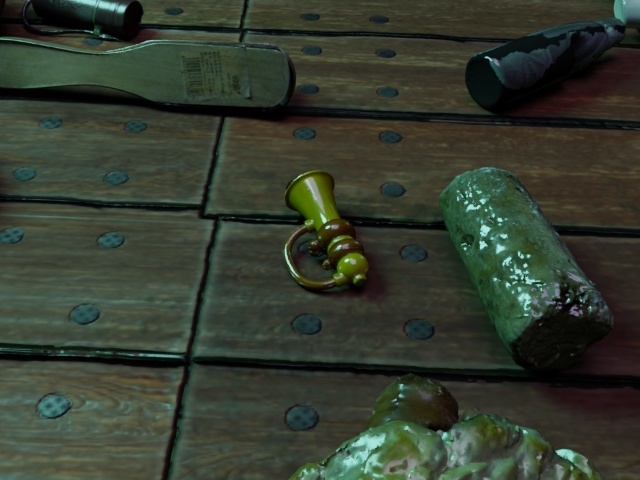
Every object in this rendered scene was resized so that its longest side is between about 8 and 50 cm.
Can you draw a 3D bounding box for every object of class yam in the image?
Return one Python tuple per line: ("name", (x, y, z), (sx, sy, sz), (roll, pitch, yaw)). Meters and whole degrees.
("yam", (0.147, 0.014, 0.599), (0.078, 0.078, 0.179), (-6, 41, -9))

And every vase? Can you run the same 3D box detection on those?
("vase", (0.249, -0.198, 0.849), (0.211, 0.060, 0.060), (-25, 48, -25))

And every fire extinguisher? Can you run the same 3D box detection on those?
("fire extinguisher", (-0.286, -0.265, 0.921), (0.157, 0.045, 0.078), (17, 66, 15))

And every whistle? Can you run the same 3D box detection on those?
("whistle", (0.000, -0.005, 0.640), (0.057, 0.046, 0.109), (0, 46, -24))

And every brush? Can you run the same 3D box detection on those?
("brush", (-0.185, -0.177, 0.815), (0.327, 0.070, 0.065), (4, 23, 4))

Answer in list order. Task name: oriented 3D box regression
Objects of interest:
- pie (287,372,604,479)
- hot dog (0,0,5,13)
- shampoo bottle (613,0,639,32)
("pie", (0.057, 0.205, 0.363), (0.274, 0.106, 0.257), (-32, 61, -31))
("hot dog", (-0.474, -0.259, 0.850), (0.272, 0.122, 0.196), (-29, 48, -24))
("shampoo bottle", (0.437, -0.259, 0.916), (0.191, 0.074, 0.074), (0, 42, 1))
